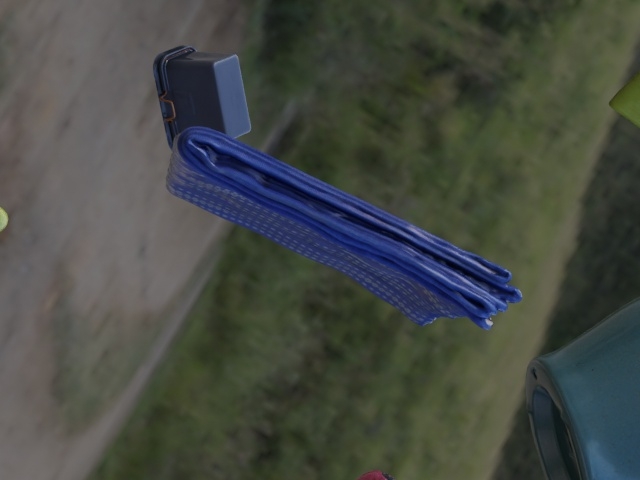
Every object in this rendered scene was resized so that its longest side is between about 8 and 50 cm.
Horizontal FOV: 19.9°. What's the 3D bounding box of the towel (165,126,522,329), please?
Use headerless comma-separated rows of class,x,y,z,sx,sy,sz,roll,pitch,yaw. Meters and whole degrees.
towel,0.000,0.000,1.293,0.040,0.243,0.336,-64,-176,-6

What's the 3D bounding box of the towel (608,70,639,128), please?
towel,0.327,-0.152,1.343,0.237,0.102,0.021,-46,-163,34

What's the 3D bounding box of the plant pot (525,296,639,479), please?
plant pot,0.340,0.169,1.723,0.255,0.272,0.271,-15,173,-7

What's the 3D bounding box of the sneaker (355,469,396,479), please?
sneaker,0.114,0.380,2.009,0.121,0.299,0.112,-18,-163,34

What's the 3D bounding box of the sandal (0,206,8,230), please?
sandal,-0.405,-0.029,1.507,0.138,0.317,0.126,-57,136,-14

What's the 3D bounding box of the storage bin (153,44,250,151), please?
storage bin,-0.152,-0.183,2.367,0.098,0.091,0.135,-29,113,-51
